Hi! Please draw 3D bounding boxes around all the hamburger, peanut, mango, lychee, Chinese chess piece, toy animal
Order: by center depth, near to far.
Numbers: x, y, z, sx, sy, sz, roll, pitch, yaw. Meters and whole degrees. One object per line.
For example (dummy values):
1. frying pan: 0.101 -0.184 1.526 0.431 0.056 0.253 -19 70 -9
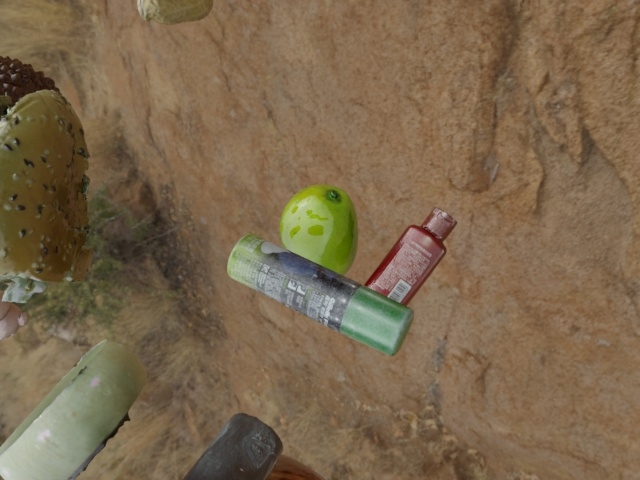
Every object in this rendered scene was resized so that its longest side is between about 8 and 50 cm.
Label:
1. hamburger: -0.395 -0.063 0.654 0.192 0.168 0.287 -9 -82 -87
2. peanut: -0.278 -0.458 1.009 0.080 0.174 0.080 19 126 29
3. Chinese chess piece: -0.545 0.389 1.177 0.146 0.349 0.349 45 146 -14
4. lychee: -0.760 -0.277 1.212 0.306 0.330 0.306 15 145 11
5. mango: 0.000 0.000 1.322 0.343 0.193 0.156 83 -176 -49
6. toy animal: -0.850 0.161 1.344 0.124 0.124 0.212 41 153 31

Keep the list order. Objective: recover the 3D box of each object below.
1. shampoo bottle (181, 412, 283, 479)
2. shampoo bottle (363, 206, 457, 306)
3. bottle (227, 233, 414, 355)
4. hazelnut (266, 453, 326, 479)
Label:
1. shampoo bottle: -0.104 0.225 0.398 0.057 0.207 0.063 37 130 5
2. shampoo bottle: 0.217 0.061 1.310 0.118 0.076 0.314 37 92 13
3. bottle: -0.004 0.091 0.917 0.330 0.093 0.093 24 129 19
4. hazelnut: -0.104 0.560 0.935 0.372 0.372 0.315 43 145 29
